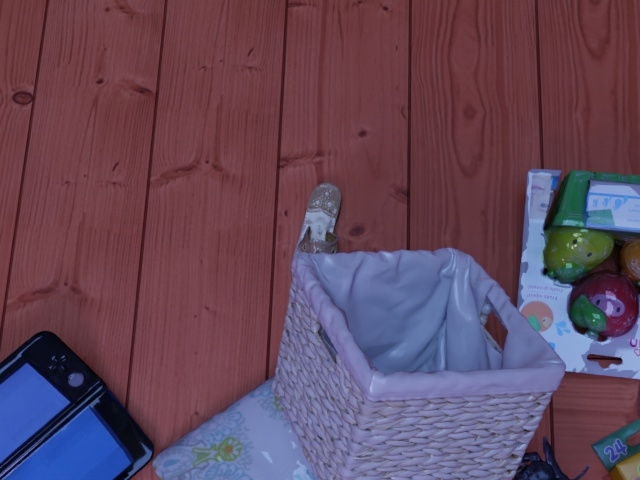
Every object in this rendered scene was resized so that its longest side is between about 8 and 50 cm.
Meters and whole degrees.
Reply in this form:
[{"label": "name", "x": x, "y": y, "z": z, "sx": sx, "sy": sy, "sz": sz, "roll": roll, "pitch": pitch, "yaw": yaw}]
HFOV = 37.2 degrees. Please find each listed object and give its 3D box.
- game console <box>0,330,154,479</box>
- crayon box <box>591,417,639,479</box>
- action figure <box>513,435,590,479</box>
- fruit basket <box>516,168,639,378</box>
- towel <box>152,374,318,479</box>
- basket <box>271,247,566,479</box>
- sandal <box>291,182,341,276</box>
[{"label": "game console", "x": -0.481, "y": 0.348, "z": 1.609, "sx": 0.293, "sy": 0.250, "sz": 0.173, "roll": -42, "pitch": 39, "yaw": -9}, {"label": "crayon box", "x": 0.618, "y": 0.419, "z": 1.539, "sx": 0.203, "sy": 0.083, "sz": 0.322, "roll": -28, "pitch": 66, "yaw": -5}, {"label": "action figure", "x": 0.308, "y": 0.413, "z": 1.552, "sx": 0.276, "sy": 0.141, "sz": 0.164, "roll": -11, "pitch": 69, "yaw": 17}, {"label": "fruit basket", "x": 0.508, "y": 0.057, "z": 1.639, "sx": 0.327, "sy": 0.165, "sz": 0.352, "roll": 6, "pitch": 76, "yaw": 6}, {"label": "towel", "x": -0.065, "y": 0.422, "z": 1.568, "sx": 0.321, "sy": 0.090, "sz": 0.374, "roll": -32, "pitch": 60, "yaw": -8}, {"label": "basket", "x": 0.133, "y": 0.204, "z": 1.464, "sx": 0.332, "sy": 0.266, "sz": 0.328, "roll": -1, "pitch": 32, "yaw": -24}, {"label": "sandal", "x": -0.007, "y": -0.001, "z": 1.735, "sx": 0.088, "sy": 0.079, "sz": 0.239, "roll": 6, "pitch": 73, "yaw": 6}]
